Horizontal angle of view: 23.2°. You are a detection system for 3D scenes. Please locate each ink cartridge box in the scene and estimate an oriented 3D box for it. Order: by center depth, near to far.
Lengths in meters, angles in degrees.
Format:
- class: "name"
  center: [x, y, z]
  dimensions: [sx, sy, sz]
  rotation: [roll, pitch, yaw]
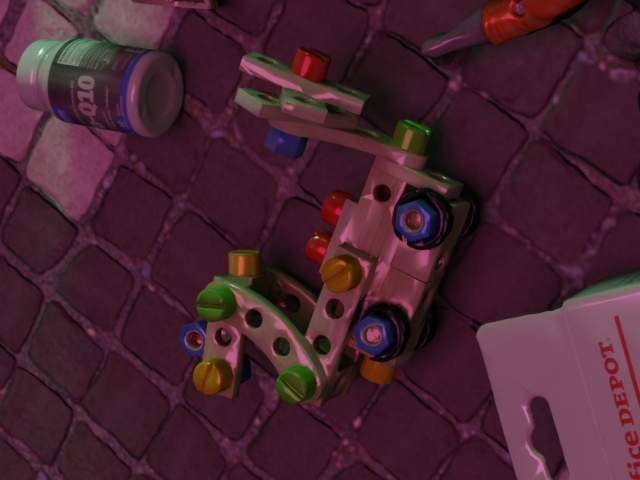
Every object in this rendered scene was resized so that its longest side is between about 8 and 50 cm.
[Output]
- class: "ink cartridge box"
  center: [0.312, 0.108, 1.128]
  dimensions: [0.353, 0.119, 0.207]
  rotation: [-14, 94, 30]

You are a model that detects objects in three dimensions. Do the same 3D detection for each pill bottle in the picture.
- class: "pill bottle"
  center: [-0.198, -0.139, 1.395]
  dimensions: [0.137, 0.078, 0.078]
  rotation: [12, 106, 28]

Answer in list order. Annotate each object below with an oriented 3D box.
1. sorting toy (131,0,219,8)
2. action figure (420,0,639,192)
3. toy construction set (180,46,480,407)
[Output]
- class: "sorting toy"
  center: [-0.117, -0.240, 1.351]
  dimensions: [0.083, 0.045, 0.075]
  rotation: [9, 98, 28]
- class: "action figure"
  center: [0.201, -0.164, 1.109]
  dimensions: [0.330, 0.178, 0.341]
  rotation: [10, 103, 38]
- class: "toy construction set"
  center: [0.000, 0.000, 1.280]
  dimensions: [0.215, 0.151, 0.328]
  rotation: [27, 123, 23]
